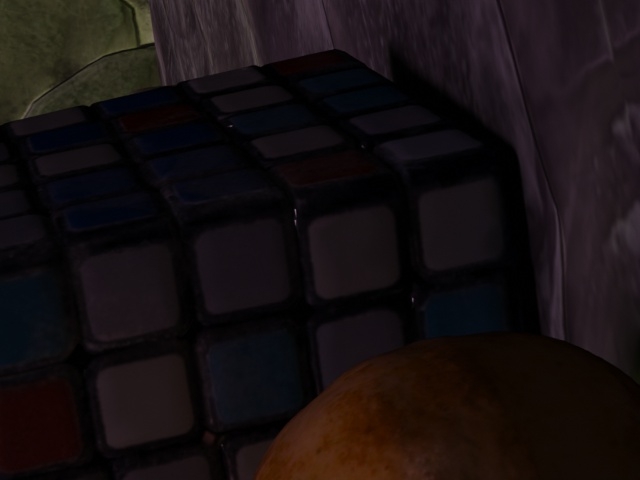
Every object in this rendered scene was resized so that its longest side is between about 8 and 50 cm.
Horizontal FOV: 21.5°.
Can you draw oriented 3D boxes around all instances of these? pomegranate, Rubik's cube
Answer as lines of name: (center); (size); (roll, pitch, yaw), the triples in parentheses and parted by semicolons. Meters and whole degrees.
pomegranate: (0.064, 0.137, 0.644); (0.207, 0.207, 0.207); (168, 90, -82)
Rubik's cube: (-0.058, 0.077, 0.948); (0.287, 0.293, 0.292); (-134, 31, -68)

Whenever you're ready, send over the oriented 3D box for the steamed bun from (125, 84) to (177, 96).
steamed bun: (-0.079, -0.008, 1.351); (0.155, 0.200, 0.250); (-129, 31, -75)
